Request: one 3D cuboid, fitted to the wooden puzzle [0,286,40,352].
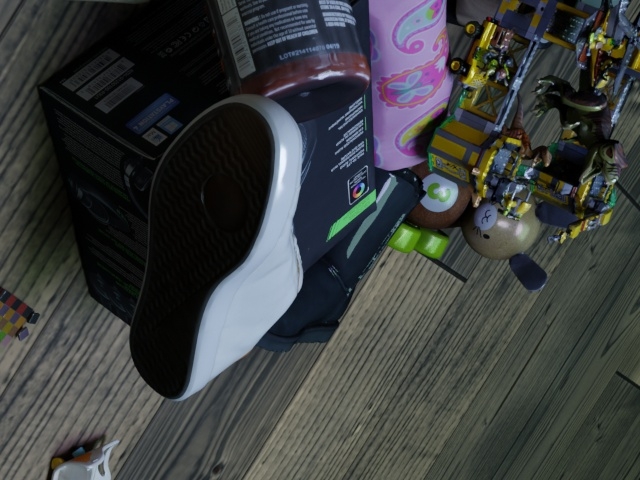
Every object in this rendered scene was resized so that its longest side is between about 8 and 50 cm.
[{"bbox_3d":[-0.263,0.068,1.408,0.049,0.006,0.083,-54,153,-7],"label":"wooden puzzle"}]

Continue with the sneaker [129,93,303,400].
[{"bbox_3d":[-0.060,-0.009,1.287,0.123,0.106,0.290,-28,154,-40],"label":"sneaker"}]

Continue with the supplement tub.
[{"bbox_3d":[-0.037,-0.190,1.258,0.106,0.198,0.106,-16,168,-3],"label":"supplement tub"}]

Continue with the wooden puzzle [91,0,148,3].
[{"bbox_3d":[-0.159,-0.265,1.155,0.221,0.044,0.238,-6,126,-47],"label":"wooden puzzle"}]

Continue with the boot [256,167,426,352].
[{"bbox_3d":[0.000,0.000,1.671,0.207,0.094,0.246,-59,160,11],"label":"boot"}]

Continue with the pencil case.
[{"bbox_3d":[0.061,-0.195,1.548,0.124,0.124,0.284,-42,148,-27],"label":"pencil case"}]

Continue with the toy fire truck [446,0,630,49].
[{"bbox_3d":[0.241,-0.331,1.692,0.217,0.158,0.246,-27,128,-44],"label":"toy fire truck"}]

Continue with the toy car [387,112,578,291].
[{"bbox_3d":[0.180,-0.028,1.838,0.149,0.188,0.155,10,109,-61],"label":"toy car"}]

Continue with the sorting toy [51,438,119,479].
[{"bbox_3d":[-0.217,0.221,1.612,0.075,0.045,0.083,-31,143,-53],"label":"sorting toy"}]

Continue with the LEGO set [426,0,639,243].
[{"bbox_3d":[0.273,-0.109,1.619,0.331,0.192,0.255,22,95,-58],"label":"LEGO set"}]

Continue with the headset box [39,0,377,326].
[{"bbox_3d":[-0.081,-0.066,1.432,0.246,0.131,0.283,-41,149,-28],"label":"headset box"}]
